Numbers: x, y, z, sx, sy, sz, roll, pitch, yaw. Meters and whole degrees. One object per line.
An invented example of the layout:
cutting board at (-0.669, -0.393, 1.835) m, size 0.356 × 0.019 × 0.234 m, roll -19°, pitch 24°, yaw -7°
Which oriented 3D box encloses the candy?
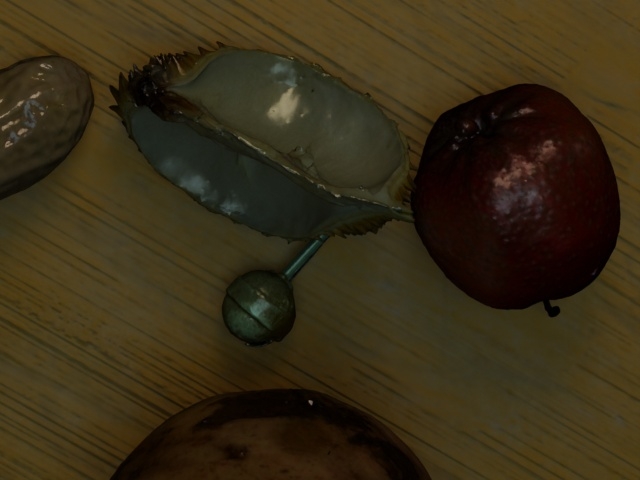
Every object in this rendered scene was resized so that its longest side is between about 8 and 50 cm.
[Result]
candy at (0.000, 0.000, 1.489) m, size 0.061 × 0.061 × 0.202 m, roll 43°, pitch 86°, yaw -9°

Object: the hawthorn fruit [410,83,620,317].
hawthorn fruit at (0.155, -0.016, 1.447) m, size 0.157 × 0.157 × 0.194 m, roll -23°, pitch 118°, yaw 0°

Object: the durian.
durian at (-0.034, -0.076, 1.422) m, size 0.252 × 0.139 × 0.144 m, roll 35°, pitch 88°, yaw 6°

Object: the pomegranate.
pomegranate at (-0.032, 0.267, 1.401) m, size 0.322 × 0.322 × 0.322 m, roll -1°, pitch 100°, yaw -4°

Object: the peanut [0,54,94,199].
peanut at (-0.261, -0.071, 1.414) m, size 0.214 × 0.090 × 0.098 m, roll -31°, pitch 116°, yaw -27°
